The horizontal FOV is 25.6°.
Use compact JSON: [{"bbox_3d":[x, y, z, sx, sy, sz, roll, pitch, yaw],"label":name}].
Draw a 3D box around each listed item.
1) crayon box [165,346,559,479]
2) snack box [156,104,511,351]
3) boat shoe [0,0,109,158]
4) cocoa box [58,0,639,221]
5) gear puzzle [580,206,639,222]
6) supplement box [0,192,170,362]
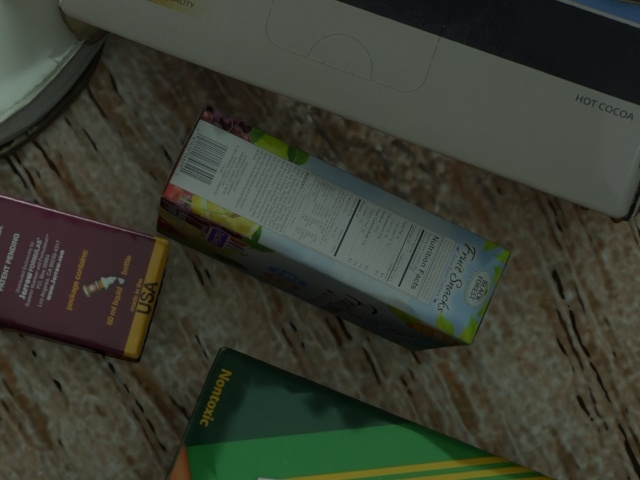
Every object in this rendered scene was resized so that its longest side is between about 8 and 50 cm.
[{"bbox_3d":[0.020,0.289,0.826,0.313,0.106,0.363,21,80,3],"label":"crayon box"},{"bbox_3d":[0.000,0.000,0.912,0.207,0.174,0.070,24,81,-4],"label":"snack box"},{"bbox_3d":[-0.170,-0.189,0.948,0.113,0.103,0.302,35,80,-2],"label":"boat shoe"},{"bbox_3d":[0.069,-0.181,0.846,0.347,0.231,0.228,21,99,13],"label":"cocoa box"},{"bbox_3d":[0.295,-0.142,0.987,0.339,0.044,0.175,-42,51,-10],"label":"gear puzzle"},{"bbox_3d":[-0.198,0.018,0.918,0.188,0.104,0.081,15,81,-5],"label":"supplement box"}]
